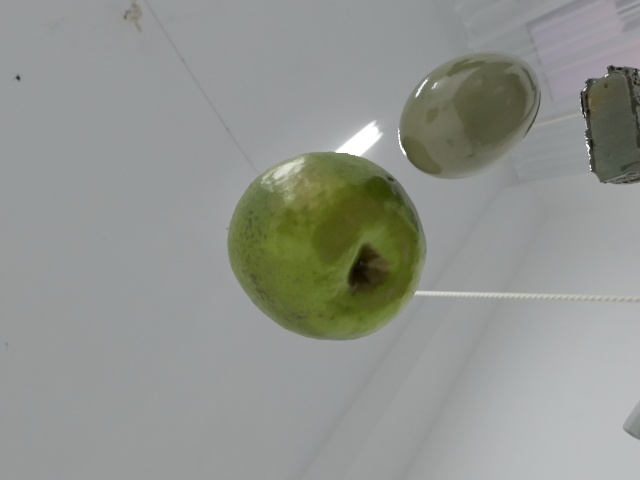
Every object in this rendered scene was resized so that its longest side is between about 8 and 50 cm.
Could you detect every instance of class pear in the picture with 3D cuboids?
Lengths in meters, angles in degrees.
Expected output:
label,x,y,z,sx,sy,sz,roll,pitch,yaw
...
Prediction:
label,x,y,z,sx,sy,sz,roll,pitch,yaw
pear,0.000,0.000,0.809,0.391,0.391,0.390,4,-96,-39

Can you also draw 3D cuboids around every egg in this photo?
label,x,y,z,sx,sy,sz,roll,pitch,yaw
egg,0.241,-0.204,0.670,0.242,0.186,0.186,-38,-67,-4

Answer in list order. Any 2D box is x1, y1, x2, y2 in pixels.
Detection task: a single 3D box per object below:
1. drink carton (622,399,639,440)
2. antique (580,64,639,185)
label,x,y,z,sx,sy,sz,roll,pitch,yaw
drink carton,0.234,0.024,0.229,0.084,0.075,0.199,34,-107,-51
antique,0.745,-0.286,1.016,0.150,0.125,0.284,-4,-99,-27
